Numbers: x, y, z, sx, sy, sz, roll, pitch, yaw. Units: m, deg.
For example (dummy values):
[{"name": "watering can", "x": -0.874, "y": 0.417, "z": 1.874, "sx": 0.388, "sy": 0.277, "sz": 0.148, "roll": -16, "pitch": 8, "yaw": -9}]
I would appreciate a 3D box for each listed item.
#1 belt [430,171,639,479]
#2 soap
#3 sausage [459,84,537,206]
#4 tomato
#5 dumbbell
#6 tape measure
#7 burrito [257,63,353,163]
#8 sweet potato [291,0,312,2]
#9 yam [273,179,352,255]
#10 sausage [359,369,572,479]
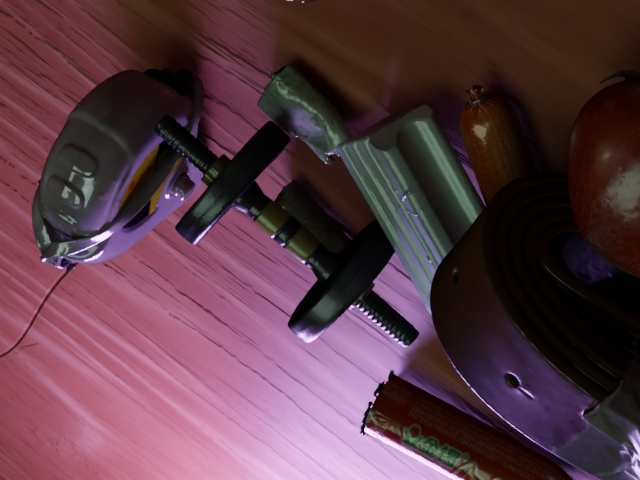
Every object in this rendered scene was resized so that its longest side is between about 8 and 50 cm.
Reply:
[{"name": "belt", "x": 0.260, "y": 0.086, "z": 1.201, "sx": 0.338, "sy": 0.217, "sz": 0.122, "roll": 33, "pitch": 145, "yaw": -1}, {"name": "soap", "x": 0.102, "y": -0.019, "z": 1.334, "sx": 0.198, "sy": 0.066, "sz": 0.119, "roll": 60, "pitch": 163, "yaw": -7}, {"name": "sausage", "x": 0.191, "y": 0.005, "z": 1.332, "sx": 0.053, "sy": 0.053, "sz": 0.348, "roll": 7, "pitch": 132, "yaw": 41}, {"name": "tomato", "x": 0.259, "y": -0.045, "z": 1.114, "sx": 0.167, "sy": 0.167, "sz": 0.167, "roll": 27, "pitch": 142, "yaw": 23}, {"name": "dumbbell", "x": -0.032, "y": -0.008, "z": 1.423, "sx": 0.325, "sy": 0.143, "sz": 0.143, "roll": 41, "pitch": 146, "yaw": -4}, {"name": "tape measure", "x": -0.201, "y": -0.081, "z": 1.497, "sx": 0.120, "sy": 0.236, "sz": 0.197, "roll": 33, "pitch": 138, "yaw": 14}, {"name": "burrito", "x": -0.008, "y": -0.117, "z": 1.414, "sx": 0.118, "sy": 0.044, "sz": 0.074, "roll": 42, "pitch": 153, "yaw": 6}, {"name": "sweet potato", "x": 0.007, "y": -0.319, "z": 1.116, "sx": 0.131, "sy": 0.131, "sz": 0.337, "roll": 41, "pitch": 146, "yaw": 4}, {"name": "yam", "x": 0.000, "y": 0.000, "z": 1.524, "sx": 0.132, "sy": 0.054, "sz": 0.054, "roll": 46, "pitch": 146, "yaw": -4}, {"name": "sausage", "x": 0.171, "y": 0.232, "z": 1.579, "sx": 0.264, "sy": 0.083, "sz": 0.083, "roll": 26, "pitch": 142, "yaw": 23}]
